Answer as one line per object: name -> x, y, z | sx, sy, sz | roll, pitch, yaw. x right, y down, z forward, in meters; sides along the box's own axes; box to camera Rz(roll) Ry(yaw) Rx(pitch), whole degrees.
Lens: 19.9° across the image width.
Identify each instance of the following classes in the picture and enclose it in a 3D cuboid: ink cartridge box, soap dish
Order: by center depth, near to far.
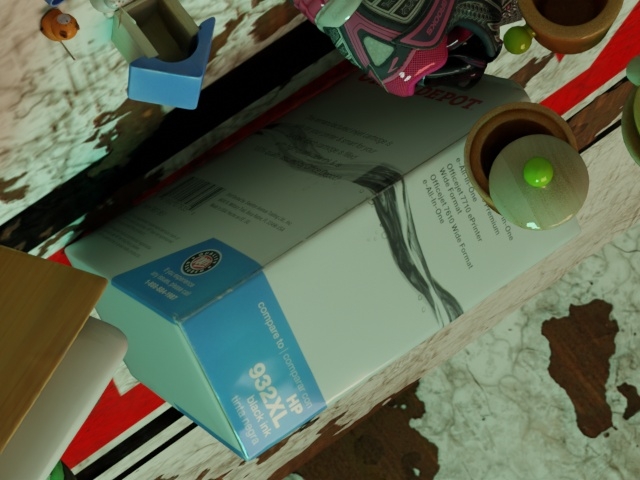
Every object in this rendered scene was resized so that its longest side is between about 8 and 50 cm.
soap dish -> -0.237, 0.098, 1.002 | 0.229, 0.118, 0.291 | -57, -161, -12
ink cartridge box -> 0.000, 0.000, 1.348 | 0.307, 0.129, 0.223 | -33, -155, -17

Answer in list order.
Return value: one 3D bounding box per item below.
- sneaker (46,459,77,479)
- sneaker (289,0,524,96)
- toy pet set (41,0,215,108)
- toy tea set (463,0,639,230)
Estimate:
sneaker -> -0.378, 0.240, 1.493 | 0.343, 0.134, 0.146 | -30, 130, -2
sneaker -> 0.095, -0.163, 1.307 | 0.299, 0.112, 0.121 | -21, 159, -53
toy pet set -> -0.094, -0.121, 1.058 | 0.122, 0.065, 0.114 | -32, 166, -20
toy tea set -> 0.212, -0.155, 1.199 | 0.124, 0.200, 0.336 | 66, 42, -74
